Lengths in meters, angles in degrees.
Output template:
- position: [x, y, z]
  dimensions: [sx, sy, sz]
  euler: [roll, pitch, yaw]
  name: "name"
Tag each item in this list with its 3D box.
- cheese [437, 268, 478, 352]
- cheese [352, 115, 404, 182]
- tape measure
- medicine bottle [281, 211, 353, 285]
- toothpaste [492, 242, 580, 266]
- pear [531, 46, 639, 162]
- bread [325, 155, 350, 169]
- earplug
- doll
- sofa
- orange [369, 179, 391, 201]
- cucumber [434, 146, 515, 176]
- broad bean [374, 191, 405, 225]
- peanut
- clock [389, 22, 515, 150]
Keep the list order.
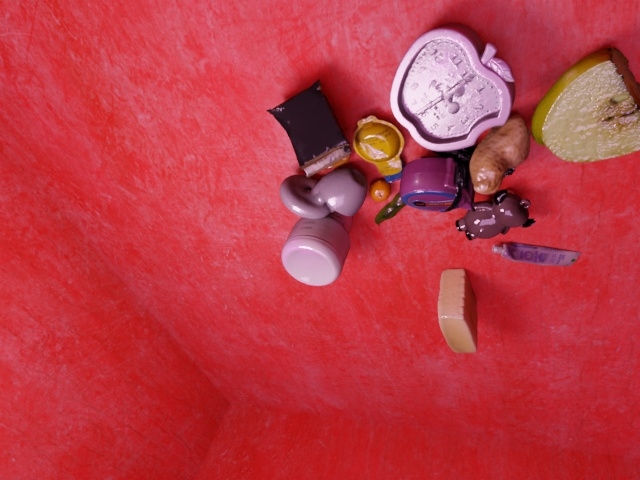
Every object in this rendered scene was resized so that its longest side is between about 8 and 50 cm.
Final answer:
- position: [0.571, 0.289, 1.671]
  dimensions: [0.124, 0.265, 0.242]
  euler: [-14, 125, 32]
  name: "cheese"
- position: [0.212, -0.306, 1.386]
  dimensions: [0.177, 0.069, 0.270]
  euler: [-14, 128, 32]
  name: "cheese"
- position: [0.385, -0.183, 1.340]
  dimensions: [0.231, 0.149, 0.245]
  euler: [6, 168, 26]
  name: "tape measure"
- position: [0.000, 0.000, 1.597]
  dimensions: [0.241, 0.302, 0.241]
  euler: [12, 136, 12]
  name: "medicine bottle"
- position: [0.800, 0.052, 1.511]
  dimensions: [0.301, 0.048, 0.075]
  euler: [9, 107, 5]
  name: "toothpaste"
- position: [0.715, -0.342, 1.091]
  dimensions: [0.292, 0.159, 0.292]
  euler: [13, 134, 14]
  name: "pear"
- position: [0.020, -0.305, 1.450]
  dimensions: [0.189, 0.077, 0.114]
  euler: [-8, 150, 29]
  name: "bread"
- position: [0.012, -0.181, 1.492]
  dimensions: [0.325, 0.214, 0.175]
  euler: [-1, 133, 11]
  name: "earplug"
- position: [0.608, -0.082, 1.408]
  dimensions: [0.182, 0.117, 0.257]
  euler: [35, 136, -18]
  name: "doll"
- position: [-0.025, -0.364, 1.326]
  dimensions: [0.200, 0.182, 0.258]
  euler: [-27, 93, 16]
  name: "sofa"
- position: [0.221, -0.184, 1.499]
  dimensions: [0.083, 0.070, 0.083]
  euler: [8, 132, 9]
  name: "orange"
- position: [0.472, -0.273, 1.311]
  dimensions: [0.303, 0.072, 0.081]
  euler: [23, -179, 4]
  name: "cucumber"
- position: [0.292, -0.143, 1.529]
  dimensions: [0.060, 0.043, 0.297]
  euler: [40, 135, 4]
  name: "broad bean"
- position: [0.532, -0.254, 1.203]
  dimensions: [0.137, 0.253, 0.122]
  euler: [40, -175, 25]
  name: "peanut"
- position: [0.369, -0.426, 1.139]
  dimensions: [0.338, 0.102, 0.338]
  euler: [19, 134, 22]
  name: "clock"
